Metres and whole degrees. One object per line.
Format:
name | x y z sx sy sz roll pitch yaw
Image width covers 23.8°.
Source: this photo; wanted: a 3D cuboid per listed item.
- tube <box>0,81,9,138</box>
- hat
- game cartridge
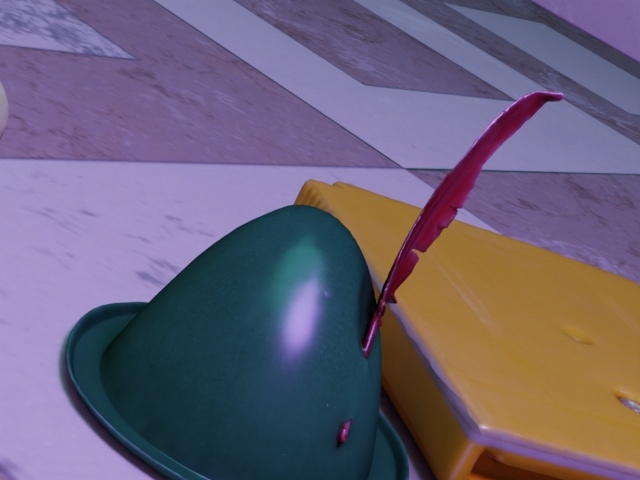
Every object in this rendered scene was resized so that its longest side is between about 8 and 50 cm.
tube | -0.220 -0.033 0.706 0.070 0.062 0.240 -15 16 16
hat | 0.000 0.000 0.695 0.173 0.183 0.208 25 18 -3
game cartridge | 0.143 0.077 0.910 0.285 0.052 0.323 18 17 -24
